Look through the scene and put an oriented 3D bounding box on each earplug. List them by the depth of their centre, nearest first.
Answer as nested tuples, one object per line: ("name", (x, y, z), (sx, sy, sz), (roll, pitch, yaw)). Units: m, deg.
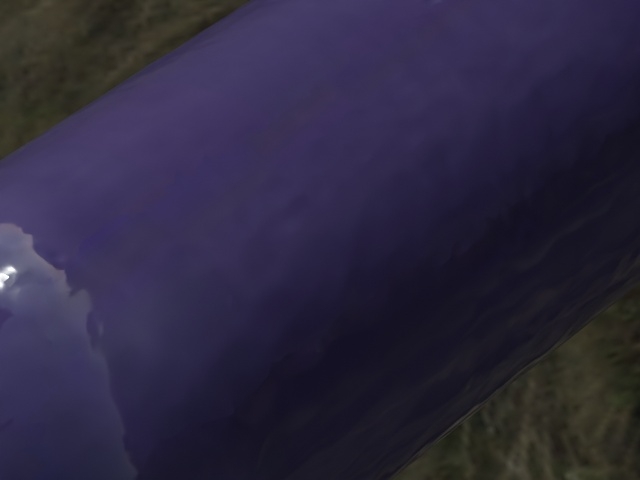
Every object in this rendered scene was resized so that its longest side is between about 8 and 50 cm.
("earplug", (0.000, 0.000, 0.702), (0.215, 0.456, 0.215), (20, 126, 29))
